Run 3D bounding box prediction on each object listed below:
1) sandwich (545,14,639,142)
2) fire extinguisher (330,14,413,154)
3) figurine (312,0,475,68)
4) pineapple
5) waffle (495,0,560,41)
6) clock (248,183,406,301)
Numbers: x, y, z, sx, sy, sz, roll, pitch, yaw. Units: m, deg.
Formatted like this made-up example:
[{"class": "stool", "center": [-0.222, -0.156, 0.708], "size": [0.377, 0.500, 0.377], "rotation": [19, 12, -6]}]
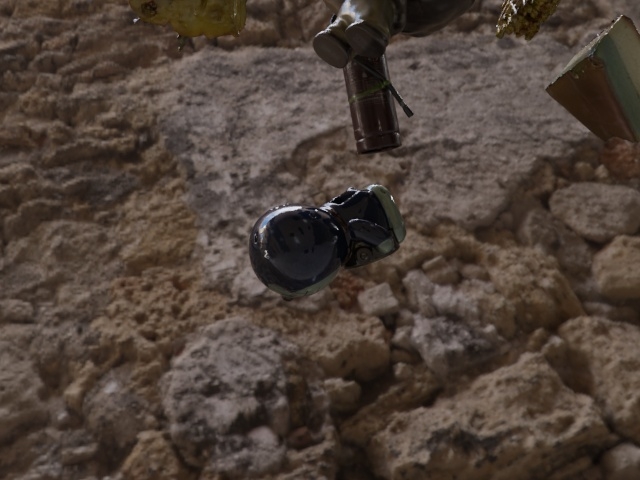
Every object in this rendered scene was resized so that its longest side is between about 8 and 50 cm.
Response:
[{"class": "sandwich", "center": [0.524, -0.270, 1.272], "size": [0.108, 0.186, 0.220], "rotation": [-49, -3, -5]}, {"class": "fire extinguisher", "center": [0.106, -0.358, 1.510], "size": [0.141, 0.342, 0.105], "rotation": [-10, 0, 9]}, {"class": "figurine", "center": [0.141, -0.423, 1.224], "size": [0.203, 0.380, 0.248], "rotation": [45, -32, -4]}, {"class": "pineapple", "center": [-0.149, -0.274, 0.618], "size": [0.135, 0.080, 0.233], "rotation": [4, -46, 13]}, {"class": "waffle", "center": [0.403, -0.469, 1.337], "size": [0.070, 0.193, 0.197], "rotation": [21, -21, -8]}, {"class": "clock", "center": [0.000, 0.000, 1.149], "size": [0.243, 0.199, 0.147], "rotation": [-21, -80, -31]}]
